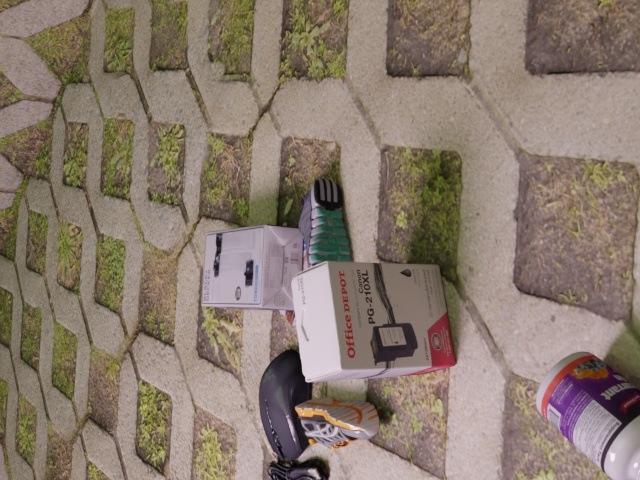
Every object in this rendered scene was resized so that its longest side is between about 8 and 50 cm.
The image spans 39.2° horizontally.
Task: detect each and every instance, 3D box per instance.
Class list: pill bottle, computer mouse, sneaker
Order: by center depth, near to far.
[{"bbox_3d":[0.374,0.234,1.130,0.193,0.108,0.108,43,122,46],"label":"pill bottle"},{"bbox_3d":[0.037,0.337,1.625,0.215,0.084,0.083,-4,98,58],"label":"sneaker"},{"bbox_3d":[0.000,0.000,1.703,0.098,0.083,0.223,-34,50,56],"label":"sneaker"},{"bbox_3d":[-0.071,0.351,1.770,0.188,0.072,0.272,-19,72,53],"label":"computer mouse"}]

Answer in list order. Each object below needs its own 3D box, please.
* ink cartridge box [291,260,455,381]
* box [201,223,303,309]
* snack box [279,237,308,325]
[{"bbox_3d":[0.085,0.128,1.428,0.100,0.237,0.172,-26,67,51],"label":"ink cartridge box"},{"bbox_3d":[-0.146,0.060,1.859,0.290,0.087,0.169,-4,82,59],"label":"box"},{"bbox_3d":[-0.037,0.079,1.785,0.064,0.022,0.178,45,123,48],"label":"snack box"}]
